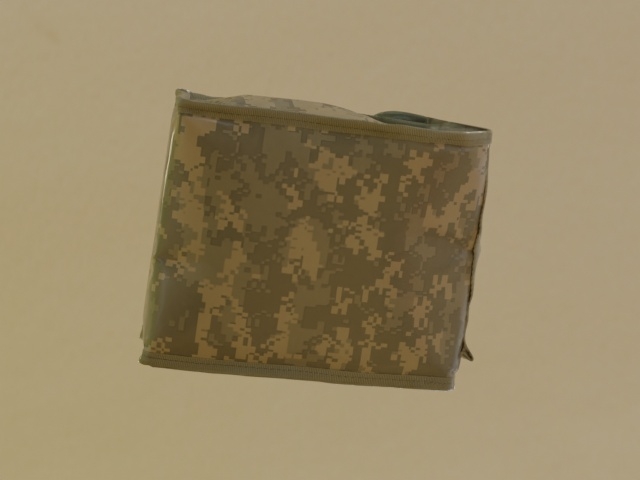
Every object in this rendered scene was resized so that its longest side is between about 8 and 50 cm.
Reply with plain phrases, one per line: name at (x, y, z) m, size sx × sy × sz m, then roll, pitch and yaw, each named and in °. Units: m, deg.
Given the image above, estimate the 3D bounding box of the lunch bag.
lunch bag at (0.000, 0.000, 1.721) m, size 0.287 × 0.169 × 0.235 m, roll 7°, pitch -84°, yaw -5°
